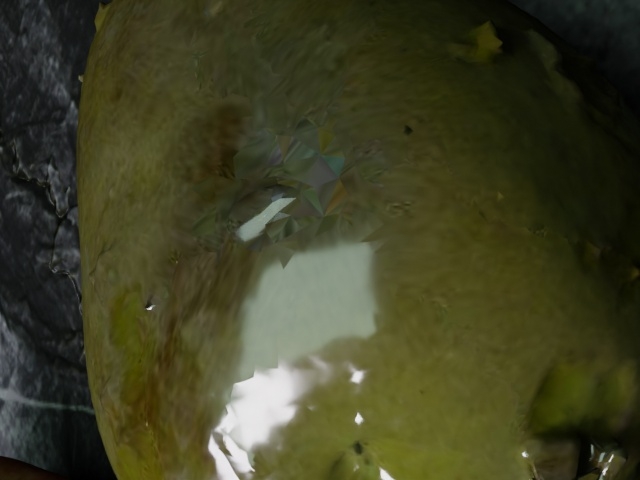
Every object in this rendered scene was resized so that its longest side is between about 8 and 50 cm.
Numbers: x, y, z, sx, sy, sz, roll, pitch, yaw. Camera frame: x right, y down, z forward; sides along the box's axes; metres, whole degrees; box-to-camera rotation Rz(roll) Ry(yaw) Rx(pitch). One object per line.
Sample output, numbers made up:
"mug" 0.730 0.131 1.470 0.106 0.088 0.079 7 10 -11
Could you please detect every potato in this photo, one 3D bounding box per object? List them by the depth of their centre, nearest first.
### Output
"potato" 0.012 -0.015 0.510 0.270 0.219 0.359 -35 55 22

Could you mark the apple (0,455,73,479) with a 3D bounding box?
"apple" -0.230 0.281 0.767 0.242 0.242 0.241 20 116 45
